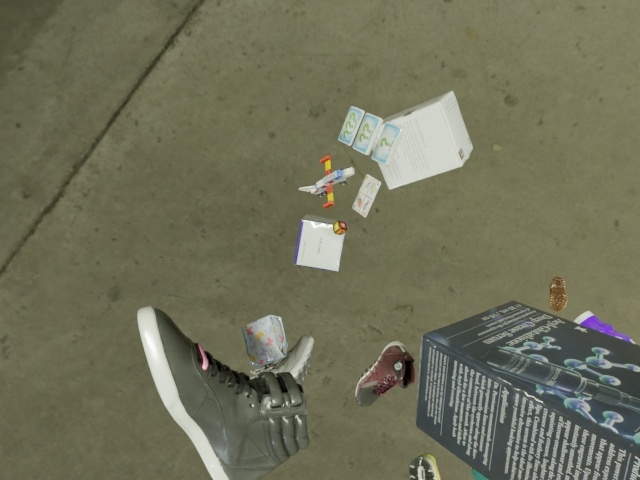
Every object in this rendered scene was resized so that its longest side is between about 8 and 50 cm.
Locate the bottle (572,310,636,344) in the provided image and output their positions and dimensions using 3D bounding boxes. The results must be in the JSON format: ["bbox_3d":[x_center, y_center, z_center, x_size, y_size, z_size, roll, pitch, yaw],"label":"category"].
[{"bbox_3d":[0.883,0.338,1.384,0.118,0.092,0.283,-35,53,6],"label":"bottle"}]

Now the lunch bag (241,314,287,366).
[{"bbox_3d":[-0.105,0.195,0.893,0.071,0.053,0.083,-27,62,18],"label":"lunch bag"}]

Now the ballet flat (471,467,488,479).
[{"bbox_3d":[0.713,0.827,1.581,0.400,0.139,0.139,8,76,48],"label":"ballet flat"}]

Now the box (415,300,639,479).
[{"bbox_3d":[0.414,0.292,0.815,0.395,0.293,0.212,21,116,51],"label":"box"}]

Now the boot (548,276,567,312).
[{"bbox_3d":[0.855,0.215,1.682,0.059,0.085,0.158,10,44,23],"label":"boot"}]

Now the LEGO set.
[{"bbox_3d":[0.051,-0.141,0.942,0.182,0.060,0.244,42,116,48],"label":"LEGO set"}]

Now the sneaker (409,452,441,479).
[{"bbox_3d":[0.268,0.626,1.143,0.081,0.094,0.209,-1,89,25],"label":"sneaker"}]

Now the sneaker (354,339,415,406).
[{"bbox_3d":[0.236,0.504,1.647,0.281,0.106,0.162,-59,28,6],"label":"sneaker"}]

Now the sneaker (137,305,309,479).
[{"bbox_3d":[-0.106,0.178,0.577,0.147,0.296,0.104,-26,26,-11],"label":"sneaker"}]

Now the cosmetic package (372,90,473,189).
[{"bbox_3d":[0.234,-0.233,1.084,0.183,0.151,0.151,-16,107,33],"label":"cosmetic package"}]

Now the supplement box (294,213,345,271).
[{"bbox_3d":[0.000,0.000,1.189,0.113,0.220,0.111,10,97,-2],"label":"supplement box"}]

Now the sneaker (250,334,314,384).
[{"bbox_3d":[-0.114,0.328,1.119,0.115,0.105,0.281,29,54,18],"label":"sneaker"}]
